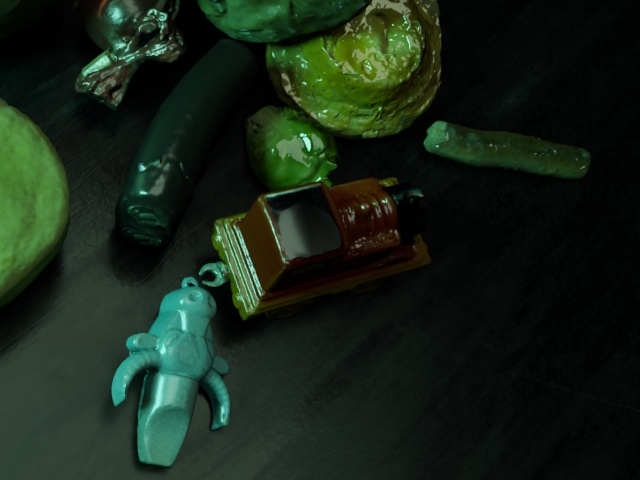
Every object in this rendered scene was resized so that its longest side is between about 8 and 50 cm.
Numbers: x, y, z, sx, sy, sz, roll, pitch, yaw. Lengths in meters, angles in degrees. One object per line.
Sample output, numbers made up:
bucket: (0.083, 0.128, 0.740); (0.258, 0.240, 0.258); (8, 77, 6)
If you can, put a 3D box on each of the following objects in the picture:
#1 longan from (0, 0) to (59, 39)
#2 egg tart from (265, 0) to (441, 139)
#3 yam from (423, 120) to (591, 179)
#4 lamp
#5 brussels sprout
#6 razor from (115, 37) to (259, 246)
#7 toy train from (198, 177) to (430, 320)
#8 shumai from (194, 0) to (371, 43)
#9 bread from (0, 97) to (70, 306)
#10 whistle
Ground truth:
longan: (-0.527, -0.463, 1.219); (0.391, 0.391, 0.391); (7, 67, -16)
egg tart: (0.068, -0.338, 1.482); (0.341, 0.129, 0.341); (2, 83, -12)
yam: (0.340, -0.160, 1.569); (0.317, 0.067, 0.071); (8, 53, -17)
lamp: (-0.314, -0.343, 1.370); (0.151, 0.215, 0.223); (40, 22, -35)
brussels sprout: (-0.049, -0.147, 1.420); (0.139, 0.100, 0.181); (-40, 90, -14)
razor: (-0.205, -0.150, 1.315); (0.107, 0.189, 0.327); (28, 60, -7)
toy train: (0.000, 0.000, 1.298); (0.369, 0.231, 0.163); (-15, 76, -24)
shumai: (-0.092, -0.484, 1.271); (0.323, 0.397, 0.324); (1, 73, -65)
bread: (-0.499, -0.043, 1.153); (0.320, 0.237, 0.320); (6, 77, -28)
whistle: (-0.208, 0.181, 1.236); (0.186, 0.093, 0.274); (24, 64, -38)
